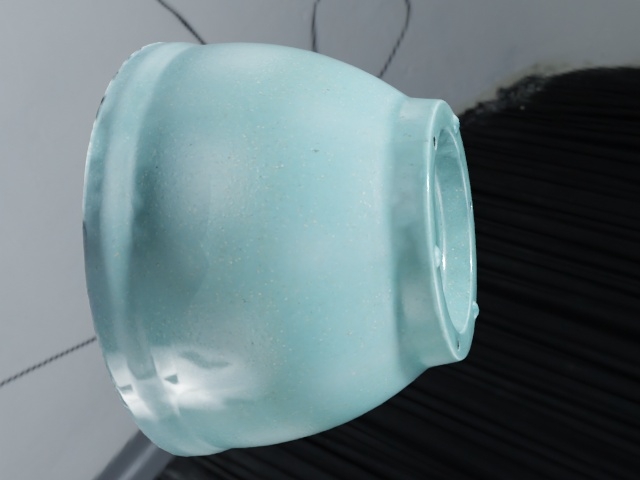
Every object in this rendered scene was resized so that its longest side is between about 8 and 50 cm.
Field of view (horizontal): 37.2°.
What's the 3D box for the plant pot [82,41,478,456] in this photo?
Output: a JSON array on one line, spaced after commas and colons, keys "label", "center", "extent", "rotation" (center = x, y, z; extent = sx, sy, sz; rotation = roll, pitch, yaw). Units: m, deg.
[{"label": "plant pot", "center": [0.000, 0.000, 0.655], "extent": [0.293, 0.196, 0.293], "rotation": [-3, 90, -73]}]
